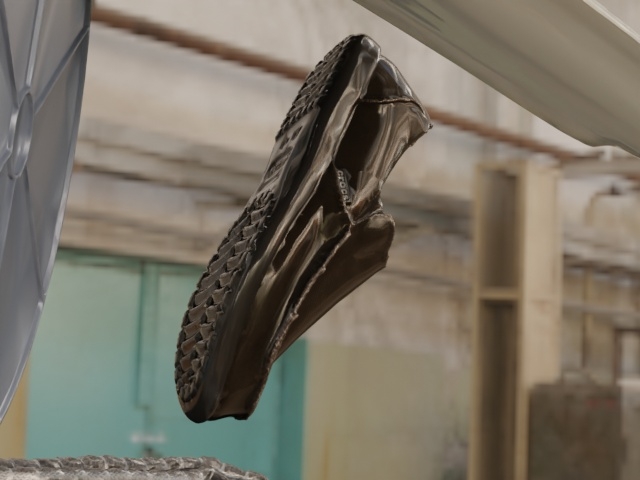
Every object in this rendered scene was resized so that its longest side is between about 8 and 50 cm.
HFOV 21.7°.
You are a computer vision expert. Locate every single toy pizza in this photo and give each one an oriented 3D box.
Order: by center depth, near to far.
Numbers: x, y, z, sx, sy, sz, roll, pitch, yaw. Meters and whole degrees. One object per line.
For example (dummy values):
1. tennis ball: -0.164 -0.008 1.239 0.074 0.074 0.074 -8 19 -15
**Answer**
1. toy pizza: -0.102 -0.033 0.490 0.032 0.201 0.201 9 -6 1

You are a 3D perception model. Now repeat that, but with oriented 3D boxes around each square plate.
1. square plate: -0.010 -0.152 0.669 0.347 0.049 0.344 25 16 -44

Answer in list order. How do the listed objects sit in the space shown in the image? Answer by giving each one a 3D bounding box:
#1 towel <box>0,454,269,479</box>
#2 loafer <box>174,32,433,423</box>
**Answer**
1. towel: -0.150 0.237 0.942 0.121 0.235 0.283 37 15 34
2. loafer: 0.000 0.000 0.837 0.078 0.220 0.080 31 -19 -14
